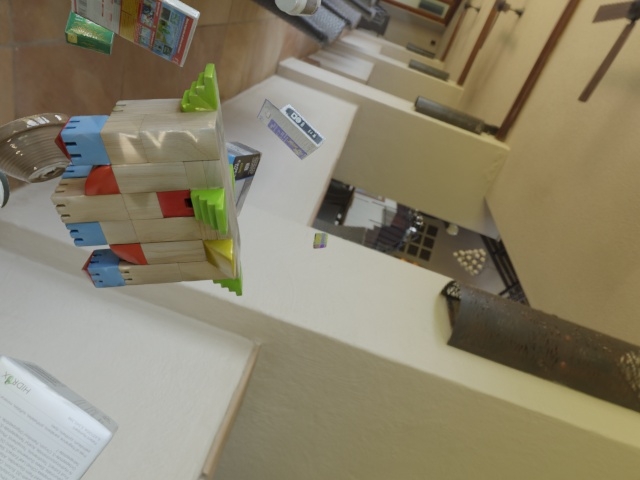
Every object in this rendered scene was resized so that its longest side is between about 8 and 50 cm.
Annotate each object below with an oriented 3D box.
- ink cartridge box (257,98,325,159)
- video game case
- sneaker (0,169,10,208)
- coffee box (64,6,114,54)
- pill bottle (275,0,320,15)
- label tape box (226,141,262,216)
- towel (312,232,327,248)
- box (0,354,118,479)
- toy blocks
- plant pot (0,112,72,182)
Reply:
[{"bbox_3d":[-0.097,-0.353,1.366,0.045,0.208,0.206,-51,-167,-10],"label":"ink cartridge box"},{"bbox_3d":[-0.456,-0.558,1.064,0.204,0.285,0.025,-27,-135,59],"label":"video game case"},{"bbox_3d":[-0.756,-0.081,0.693,0.182,0.411,0.158,57,-45,49],"label":"sneaker"},{"bbox_3d":[-0.622,-0.596,1.193,0.040,0.113,0.184,-48,-138,50],"label":"coffee box"},{"bbox_3d":[-0.060,-0.631,1.137,0.137,0.078,0.078,-45,160,-57],"label":"pill bottle"},{"bbox_3d":[-0.313,-0.164,1.300,0.240,0.106,0.333,-66,174,18],"label":"label tape box"},{"bbox_3d":[0.000,0.000,1.607,0.083,0.009,0.060,-4,103,-56],"label":"towel"},{"bbox_3d":[-0.224,0.154,0.331,0.087,0.102,0.101,-53,-174,-28],"label":"box"},{"bbox_3d":[-0.271,-0.063,0.678,0.190,0.261,0.381,-99,-172,-47],"label":"toy blocks"},{"bbox_3d":[-0.734,-0.225,1.140,0.237,0.109,0.237,-29,-177,2],"label":"plant pot"}]
